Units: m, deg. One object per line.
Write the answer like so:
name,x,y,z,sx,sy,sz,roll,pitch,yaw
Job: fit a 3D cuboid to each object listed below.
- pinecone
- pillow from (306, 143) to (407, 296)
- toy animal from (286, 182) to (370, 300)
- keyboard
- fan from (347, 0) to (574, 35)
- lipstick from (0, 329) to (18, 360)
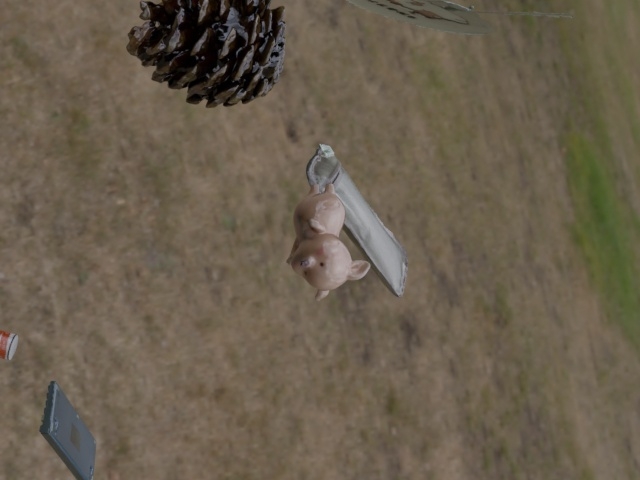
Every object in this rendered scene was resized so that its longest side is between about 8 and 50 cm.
pinecone,-0.146,-0.260,1.476,0.204,0.184,0.179,7,59,-19
pillow,0.055,-0.030,1.598,0.233,0.038,0.131,53,23,-16
toy animal,0.005,0.000,1.463,0.089,0.083,0.150,-4,85,-22
keyboard,-0.254,0.201,1.162,0.176,0.014,0.055,84,8,-61
fan,0.154,-0.257,1.269,0.190,0.329,0.009,14,91,-37
lipstick,-0.491,0.133,1.593,0.038,0.130,0.038,-165,-90,-90
